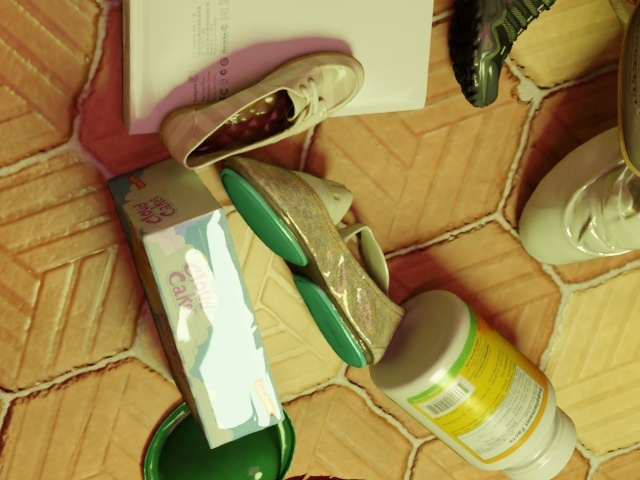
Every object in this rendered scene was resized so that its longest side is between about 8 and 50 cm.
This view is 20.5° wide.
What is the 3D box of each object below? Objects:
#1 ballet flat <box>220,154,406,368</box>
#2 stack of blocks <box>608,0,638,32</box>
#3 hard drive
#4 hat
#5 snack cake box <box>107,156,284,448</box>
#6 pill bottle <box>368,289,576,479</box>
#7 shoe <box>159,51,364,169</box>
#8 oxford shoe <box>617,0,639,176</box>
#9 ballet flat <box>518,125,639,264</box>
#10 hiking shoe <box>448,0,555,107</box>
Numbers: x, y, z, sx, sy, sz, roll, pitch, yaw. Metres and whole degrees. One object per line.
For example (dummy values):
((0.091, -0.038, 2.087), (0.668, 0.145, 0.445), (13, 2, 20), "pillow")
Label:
((0.000, 0.000, 1.897), (0.106, 0.107, 0.316), (-45, 128, -18), "ballet flat")
((0.434, -0.237, 1.940), (0.171, 0.087, 0.297), (-36, 121, -2), "stack of blocks")
((-0.041, -0.221, 1.793), (0.318, 0.040, 0.210), (-6, 119, -17), "hard drive")
((-0.078, 0.269, 1.932), (0.173, 0.183, 0.208), (34, 99, -29), "hat")
((-0.128, 0.063, 1.835), (0.089, 0.152, 0.264), (-21, 119, -10), "snack cake box")
((0.181, 0.176, 2.012), (0.136, 0.136, 0.245), (-46, 121, 5), "pill bottle")
((-0.052, -0.126, 1.781), (0.219, 0.058, 0.077), (-22, 123, -8), "shoe")
((0.365, -0.217, 1.737), (0.130, 0.133, 0.364), (16, 113, 11), "oxford shoe")
((0.376, -0.071, 1.894), (0.400, 0.139, 0.139), (-33, 124, 25), "ballet flat")
((0.205, -0.246, 1.852), (0.114, 0.086, 0.227), (0, 113, -17), "hiking shoe")
